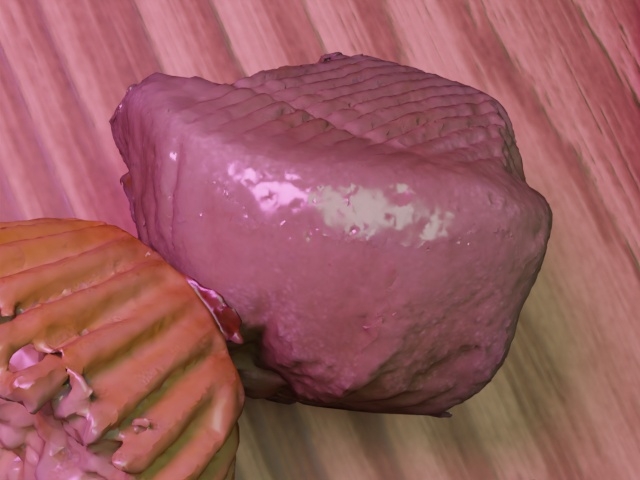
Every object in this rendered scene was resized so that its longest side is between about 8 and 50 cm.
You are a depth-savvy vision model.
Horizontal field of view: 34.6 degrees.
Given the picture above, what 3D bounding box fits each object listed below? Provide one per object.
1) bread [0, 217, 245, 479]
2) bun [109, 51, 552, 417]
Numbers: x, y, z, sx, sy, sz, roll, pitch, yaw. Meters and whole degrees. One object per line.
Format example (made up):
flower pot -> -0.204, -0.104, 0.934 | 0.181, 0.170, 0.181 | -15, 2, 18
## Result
bread -> -0.153, 0.115, 0.558 | 0.149, 0.274, 0.274 | -28, 84, -43
bun -> 0.013, 0.005, 0.646 | 0.281, 0.281, 0.205 | -3, 118, -17
